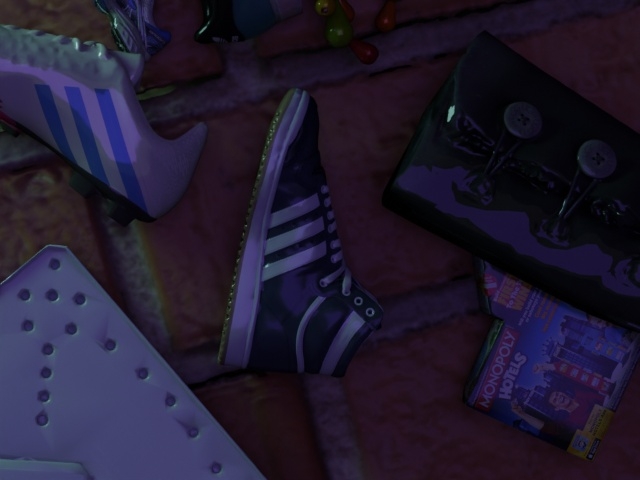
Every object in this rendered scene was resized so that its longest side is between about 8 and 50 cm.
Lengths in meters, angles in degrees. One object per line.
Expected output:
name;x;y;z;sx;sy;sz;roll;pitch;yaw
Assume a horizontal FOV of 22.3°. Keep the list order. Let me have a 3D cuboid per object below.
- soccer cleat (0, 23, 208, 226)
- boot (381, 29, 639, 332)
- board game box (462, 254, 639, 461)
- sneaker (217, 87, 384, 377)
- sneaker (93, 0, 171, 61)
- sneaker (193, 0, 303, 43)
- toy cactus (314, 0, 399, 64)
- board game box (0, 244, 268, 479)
soccer cleat;-0.256;-0.154;1.566;0.331;0.116;0.143;37;89;-13
boot;0.331;-0.076;1.620;0.445;0.146;0.367;28;60;9
board game box;0.223;0.095;1.647;0.194;0.060;0.194;25;88;-5
sneaker;0.000;0.000;1.600;0.153;0.099;0.282;13;96;-2
sneaker;-0.192;-0.242;1.606;0.058;0.052;0.135;-29;101;-15
sneaker;-0.130;-0.333;1.572;0.121;0.108;0.302;-26;99;-6
toy cactus;0.026;-0.300;1.607;0.181;0.112;0.219;22;97;3
board game box;-0.280;0.269;1.600;0.390;0.050;0.390;-40;94;-4
